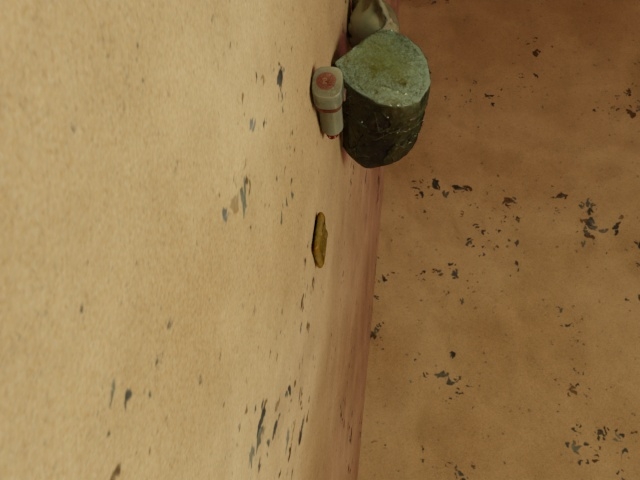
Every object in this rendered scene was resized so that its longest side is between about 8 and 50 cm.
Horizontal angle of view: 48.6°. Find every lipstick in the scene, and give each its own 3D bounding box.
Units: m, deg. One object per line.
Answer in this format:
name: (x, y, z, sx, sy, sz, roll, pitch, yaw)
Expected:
lipstick: (0.020, -0.234, 1.282, 0.186, 0.057, 0.063, 78, 17, -68)

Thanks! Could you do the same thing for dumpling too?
dumpling: (0.109, -0.508, 1.650, 0.111, 0.181, 0.155, -16, 78, -45)

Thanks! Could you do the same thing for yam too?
yam: (0.133, -0.289, 1.542, 0.202, 0.201, 0.271, -41, 168, -20)

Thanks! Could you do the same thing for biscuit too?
biscuit: (0.000, 0.000, 1.336, 0.081, 0.018, 0.083, 79, 17, -59)
